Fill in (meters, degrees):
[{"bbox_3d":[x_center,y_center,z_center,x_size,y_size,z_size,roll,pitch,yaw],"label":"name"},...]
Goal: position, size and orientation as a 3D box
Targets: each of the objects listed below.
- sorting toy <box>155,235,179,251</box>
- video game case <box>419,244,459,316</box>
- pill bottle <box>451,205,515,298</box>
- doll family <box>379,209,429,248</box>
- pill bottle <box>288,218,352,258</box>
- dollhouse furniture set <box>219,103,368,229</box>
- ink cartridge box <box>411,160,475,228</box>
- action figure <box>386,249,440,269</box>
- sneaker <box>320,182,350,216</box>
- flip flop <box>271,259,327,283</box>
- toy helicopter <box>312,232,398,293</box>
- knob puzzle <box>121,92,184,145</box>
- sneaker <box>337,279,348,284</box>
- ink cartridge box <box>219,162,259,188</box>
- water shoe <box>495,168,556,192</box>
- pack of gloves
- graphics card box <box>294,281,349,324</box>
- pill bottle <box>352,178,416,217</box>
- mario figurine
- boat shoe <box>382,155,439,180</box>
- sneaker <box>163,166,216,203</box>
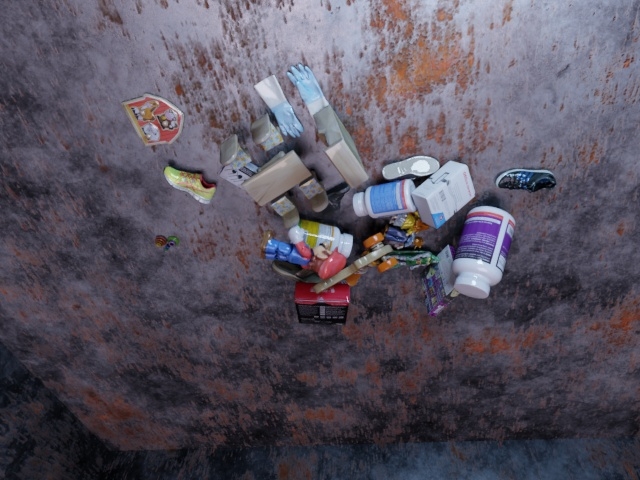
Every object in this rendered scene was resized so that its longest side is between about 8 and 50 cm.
[{"bbox_3d":[-0.667,0.016,1.881,0.102,0.042,0.061,3,130,0],"label":"sorting toy"},{"bbox_3d":[0.505,0.166,1.815,0.042,0.232,0.210,22,127,-16],"label":"video game case"},{"bbox_3d":[0.604,0.045,1.632,0.181,0.323,0.181,21,161,8],"label":"pill bottle"},{"bbox_3d":[0.339,-0.038,1.726,0.163,0.118,0.263,14,131,-5],"label":"doll family"},{"bbox_3d":[0.000,0.000,1.767,0.246,0.136,0.136,13,130,-7],"label":"pill bottle"},{"bbox_3d":[-0.073,-0.230,1.453,0.394,0.256,0.362,-30,131,15],"label":"dollhouse furniture set"},{"bbox_3d":[0.446,-0.167,1.572,0.203,0.086,0.148,-39,126,-13],"label":"ink cartridge box"},{"bbox_3d":[0.391,0.081,1.859,0.232,0.063,0.137,-2,142,11],"label":"action figure"},{"bbox_3d":[0.059,-0.156,1.691,0.170,0.051,0.089,-23,125,26],"label":"sneaker"},{"bbox_3d":[-0.077,0.131,1.915,0.277,0.112,0.080,21,114,-7],"label":"flip flop"},{"bbox_3d":[0.130,0.114,1.758,0.355,0.235,0.140,-29,83,-3],"label":"toy helicopter"},{"bbox_3d":[-0.569,-0.418,1.519,0.213,0.030,0.213,2,130,2],"label":"knob puzzle"},{"bbox_3d":[0.117,0.195,1.986,0.118,0.042,0.067,0,127,13],"label":"sneaker"},{"bbox_3d":[-0.266,-0.236,1.643,0.207,0.046,0.097,29,127,-20],"label":"ink cartridge box"},{"bbox_3d":[0.747,-0.214,1.579,0.203,0.080,0.073,-6,129,9],"label":"water shoe"},{"bbox_3d":[-0.083,-0.453,1.451,0.195,0.046,0.232,-22,125,19],"label":"pack of gloves"},{"bbox_3d":[0.009,0.290,1.952,0.233,0.094,0.371,1,153,2],"label":"graphics card box"},{"bbox_3d":[0.238,-0.150,1.624,0.221,0.124,0.124,-7,131,27],"label":"pill bottle"},{"bbox_3d":[-0.056,0.033,1.647,0.321,0.198,0.170,16,96,0],"label":"mario figurine"},{"bbox_3d":[0.327,-0.259,1.595,0.206,0.075,0.065,-9,172,4],"label":"boat shoe"},{"bbox_3d":[-0.490,-0.229,1.650,0.208,0.081,0.094,30,118,-29],"label":"sneaker"}]
